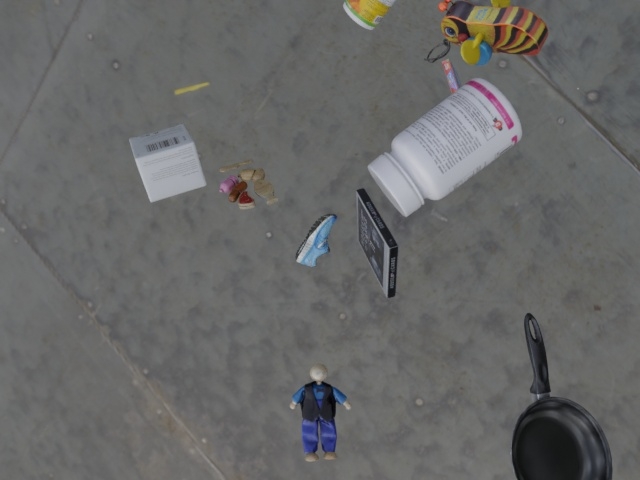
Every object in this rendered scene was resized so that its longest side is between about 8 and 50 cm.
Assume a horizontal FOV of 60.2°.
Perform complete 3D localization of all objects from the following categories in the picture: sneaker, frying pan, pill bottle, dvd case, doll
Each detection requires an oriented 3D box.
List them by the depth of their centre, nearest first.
[{"bbox_3d":[0.371,0.312,0.946,0.326,0.197,0.053,60,157,10],"label":"frying pan"},{"bbox_3d":[0.248,-0.184,1.126,0.283,0.160,0.160,-37,87,3],"label":"pill bottle"},{"bbox_3d":[0.002,0.347,1.131,0.129,0.046,0.188,-3,85,-5],"label":"doll"},{"bbox_3d":[0.143,0.004,1.425,0.030,0.238,0.179,-14,133,-10],"label":"dvd case"},{"bbox_3d":[0.000,0.000,1.489,0.073,0.063,0.162,32,94,-14],"label":"sneaker"},{"bbox_3d":[0.199,-0.844,1.839,0.136,0.136,0.245,48,124,6],"label":"pill bottle"}]

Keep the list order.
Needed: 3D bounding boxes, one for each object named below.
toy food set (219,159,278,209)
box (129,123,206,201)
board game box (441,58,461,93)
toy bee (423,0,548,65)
[{"bbox_3d":[-0.116,-0.080,0.853,0.078,0.122,0.019,-17,132,-10],"label":"toy food set"},{"bbox_3d":[-0.264,-0.136,0.955,0.101,0.102,0.087,-19,125,-13],"label":"box"},{"bbox_3d":[0.455,-0.427,1.765,0.027,0.145,0.281,-19,81,22],"label":"board game box"},{"bbox_3d":[0.332,-0.467,1.219,0.298,0.195,0.162,-10,143,36],"label":"toy bee"}]
